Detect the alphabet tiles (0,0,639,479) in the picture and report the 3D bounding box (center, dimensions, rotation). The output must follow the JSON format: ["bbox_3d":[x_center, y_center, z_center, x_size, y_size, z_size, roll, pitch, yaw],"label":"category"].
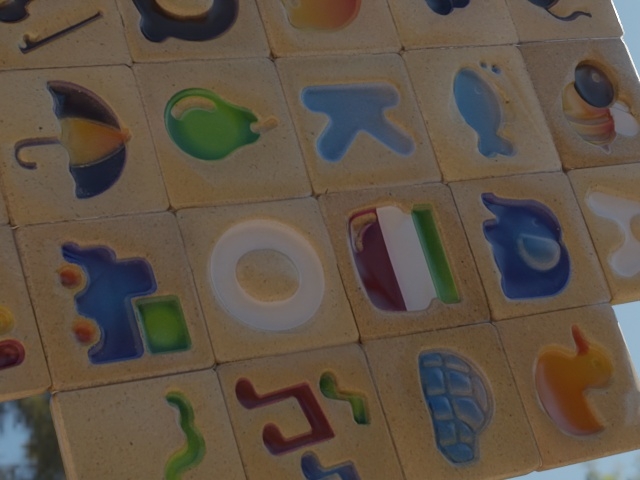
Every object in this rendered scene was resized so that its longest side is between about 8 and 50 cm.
[{"bbox_3d":[-0.011,-0.041,0.575,0.342,0.285,0.011,-7,-21,-30],"label":"alphabet tiles"}]
